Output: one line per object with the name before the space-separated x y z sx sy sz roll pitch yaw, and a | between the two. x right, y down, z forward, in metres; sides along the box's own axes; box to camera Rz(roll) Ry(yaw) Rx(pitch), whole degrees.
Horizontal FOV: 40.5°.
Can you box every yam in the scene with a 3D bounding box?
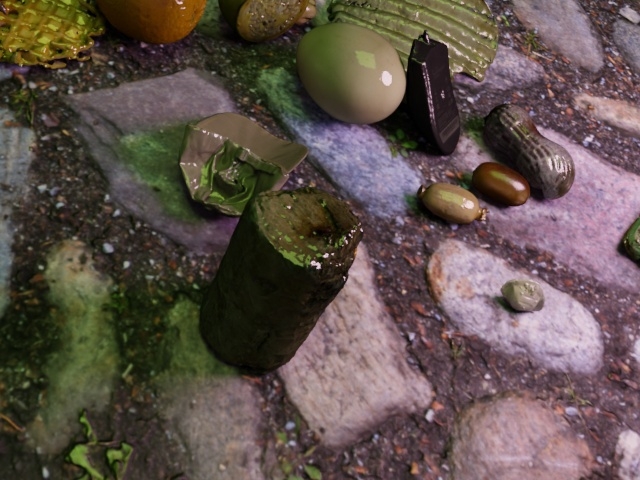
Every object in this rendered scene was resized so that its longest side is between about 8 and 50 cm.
yam | -0.066 0.053 1.372 0.195 0.300 0.195 16 45 -16

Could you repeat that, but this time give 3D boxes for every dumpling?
dumpling | 0.380 0.102 1.617 0.052 0.057 0.076 -27 66 -32

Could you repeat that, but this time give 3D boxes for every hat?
hat | -0.142 -0.135 1.630 0.214 0.149 0.244 28 15 13

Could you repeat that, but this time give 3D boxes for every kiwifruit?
kiwifruit | 0.367 -0.116 1.767 0.124 0.075 0.075 27 51 8

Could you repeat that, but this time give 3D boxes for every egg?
egg | 0.058 -0.343 1.763 0.253 0.189 0.188 37 52 20

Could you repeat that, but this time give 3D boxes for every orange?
orange | -0.344 -0.509 1.745 0.236 0.236 0.236 8 53 -11

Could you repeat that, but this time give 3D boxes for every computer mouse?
computer mouse | 0.219 -0.302 1.788 0.088 0.264 0.147 2 25 28

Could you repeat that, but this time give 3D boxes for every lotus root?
lotus root | 0.262 -0.072 1.706 0.150 0.062 0.073 20 52 -1

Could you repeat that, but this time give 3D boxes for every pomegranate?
pomegranate | -0.109 -0.543 1.857 0.240 0.190 0.159 -14 62 -26

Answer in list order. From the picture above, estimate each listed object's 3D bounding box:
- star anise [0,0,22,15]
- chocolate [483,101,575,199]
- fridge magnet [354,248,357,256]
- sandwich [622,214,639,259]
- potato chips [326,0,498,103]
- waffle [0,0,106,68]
star anise | -0.646 -0.475 1.670 0.140 0.042 0.141 2 57 -3
chocolate | 0.439 -0.193 1.824 0.110 0.110 0.248 -28 69 -32
fridge magnet | 0.000 0.000 1.571 0.143 0.063 0.143 11 50 -13
sandwich | 0.718 -0.026 1.757 0.109 0.160 0.185 42 59 -9
potato chips | 0.199 -0.477 1.966 0.389 0.097 0.373 41 63 11
waffle | -0.578 -0.444 1.721 0.280 0.060 0.262 -26 68 -27
